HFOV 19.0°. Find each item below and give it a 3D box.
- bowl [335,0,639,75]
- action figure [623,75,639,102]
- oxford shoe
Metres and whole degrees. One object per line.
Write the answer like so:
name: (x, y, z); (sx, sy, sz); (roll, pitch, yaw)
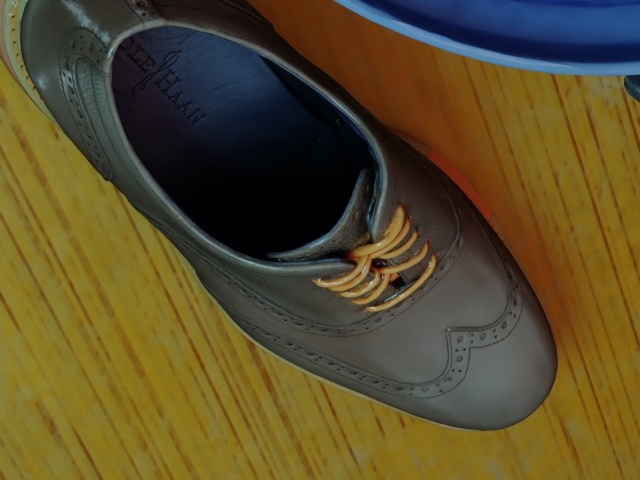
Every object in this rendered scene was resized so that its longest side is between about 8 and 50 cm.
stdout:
bowl: (0.108, -0.252, 0.673); (0.391, 0.077, 0.391); (0, 117, -1)
action figure: (0.217, -0.240, 0.829); (0.341, 0.178, 0.330); (-37, 130, 3)
oxford shoe: (0.000, 0.000, 0.863); (0.130, 0.133, 0.363); (-49, 124, 4)
